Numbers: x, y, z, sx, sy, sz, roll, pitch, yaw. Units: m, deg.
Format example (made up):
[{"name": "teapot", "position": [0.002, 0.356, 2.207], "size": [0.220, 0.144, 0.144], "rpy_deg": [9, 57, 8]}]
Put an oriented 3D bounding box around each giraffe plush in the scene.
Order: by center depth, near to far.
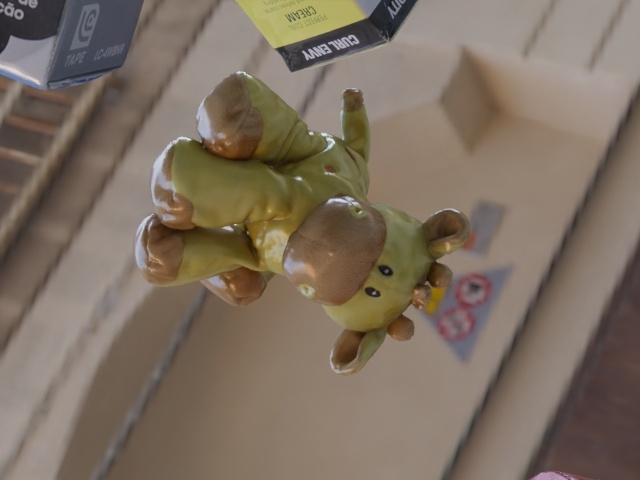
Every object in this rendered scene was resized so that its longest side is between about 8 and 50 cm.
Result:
[{"name": "giraffe plush", "position": [0.000, 0.000, 1.249], "size": [0.210, 0.170, 0.181], "rpy_deg": [-6, -53, -40]}]

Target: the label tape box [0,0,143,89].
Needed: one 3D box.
[{"name": "label tape box", "position": [-0.171, -0.274, 0.823], "size": [0.115, 0.249, 0.348], "rpy_deg": [-39, -32, -70]}]

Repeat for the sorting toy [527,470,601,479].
[{"name": "sorting toy", "position": [0.120, 0.124, 0.449], "size": [0.257, 0.089, 0.255], "rpy_deg": [-95, 25, -47]}]

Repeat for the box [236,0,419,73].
[{"name": "box", "position": [-0.042, -0.175, 0.637], "size": [0.232, 0.058, 0.087], "rpy_deg": [51, -127, -23]}]
